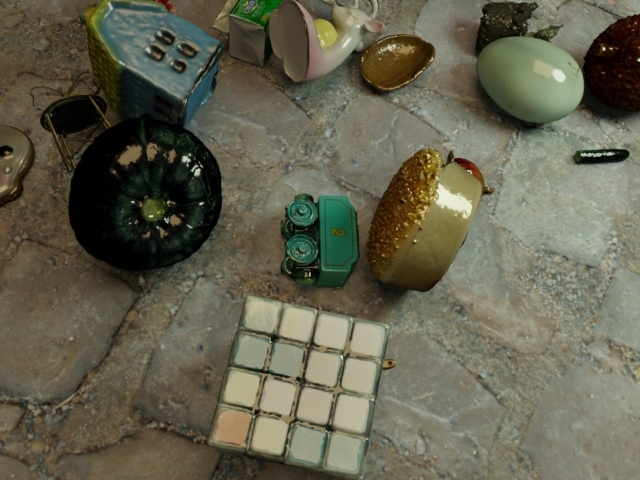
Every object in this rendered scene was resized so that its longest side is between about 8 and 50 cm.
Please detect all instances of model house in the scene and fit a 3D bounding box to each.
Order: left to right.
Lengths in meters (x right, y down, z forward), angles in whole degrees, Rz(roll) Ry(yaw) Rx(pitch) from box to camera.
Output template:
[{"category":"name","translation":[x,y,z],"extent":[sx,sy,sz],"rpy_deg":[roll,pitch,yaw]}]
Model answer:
[{"category":"model house","translation":[-0.382,-0.389,1.373],"extent":[0.303,0.237,0.215],"rpy_deg":[33,68,-6]}]

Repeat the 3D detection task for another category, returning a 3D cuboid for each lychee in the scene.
[{"category":"lychee","translation":[0.768,-0.421,1.482],"extent":[0.271,0.236,0.236],"rpy_deg":[2,63,-20]}]

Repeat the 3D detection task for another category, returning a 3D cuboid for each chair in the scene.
[{"category":"chair","translation":[-0.552,-0.277,1.398],"extent":[0.159,0.170,0.326],"rpy_deg":[-26,75,-13]}]

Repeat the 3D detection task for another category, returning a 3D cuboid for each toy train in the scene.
[{"category":"toy train","translation":[0.000,0.000,1.311],"extent":[0.163,0.112,0.203],"rpy_deg":[2,67,-8]}]

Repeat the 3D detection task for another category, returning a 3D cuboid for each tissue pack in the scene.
[{"category":"tissue pack","translation":[-0.164,-0.576,1.555],"extent":[0.156,0.148,0.209],"rpy_deg":[22,66,6]}]

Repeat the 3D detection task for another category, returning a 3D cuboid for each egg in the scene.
[{"category":"egg","translation":[0.494,-0.386,1.474],"extent":[0.264,0.183,0.183],"rpy_deg":[36,68,20]}]

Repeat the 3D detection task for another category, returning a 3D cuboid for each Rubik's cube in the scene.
[{"category":"Rubik's cube","translation":[-0.031,0.266,1.092],"extent":[0.256,0.253,0.259],"rpy_deg":[10,71,3]}]

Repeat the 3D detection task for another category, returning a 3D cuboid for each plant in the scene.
[{"category":"plant","translation":[0.498,-0.525,1.564],"extent":[0.203,0.131,0.142],"rpy_deg":[12,55,5]}]

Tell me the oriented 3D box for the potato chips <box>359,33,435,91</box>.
[{"category":"potato chips","translation":[0.189,-0.446,1.563],"extent":[0.150,0.049,0.201],"rpy_deg":[41,69,20]}]

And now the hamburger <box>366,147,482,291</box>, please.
[{"category":"hamburger","translation":[0.195,-0.038,1.247],"extent":[0.170,0.302,0.302],"rpy_deg":[27,66,1]}]

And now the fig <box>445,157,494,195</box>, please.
[{"category":"fig","translation":[0.327,-0.136,1.386],"extent":[0.153,0.119,0.119],"rpy_deg":[-14,66,-10]}]

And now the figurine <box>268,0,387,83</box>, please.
[{"category":"figurine","translation":[0.027,-0.561,1.489],"extent":[0.315,0.206,0.284],"rpy_deg":[-29,95,-36]}]

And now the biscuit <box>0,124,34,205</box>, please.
[{"category":"biscuit","translation":[-0.747,-0.179,1.398],"extent":[0.181,0.049,0.208],"rpy_deg":[11,66,2]}]

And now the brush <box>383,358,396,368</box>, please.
[{"category":"brush","translation":[0.069,0.257,1.244],"extent":[0.169,0.014,0.043],"rpy_deg":[-7,67,-6]}]

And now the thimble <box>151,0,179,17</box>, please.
[{"category":"thimble","translation":[-0.435,-0.527,1.534],"extent":[0.189,0.125,0.163],"rpy_deg":[7,62,1]}]

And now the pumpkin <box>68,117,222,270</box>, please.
[{"category":"pumpkin","translation":[-0.353,-0.096,1.261],"extent":[0.315,0.238,0.315],"rpy_deg":[-4,105,-16]}]

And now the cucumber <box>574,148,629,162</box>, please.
[{"category":"cucumber","translation":[0.677,-0.203,1.478],"extent":[0.133,0.032,0.032],"rpy_deg":[-2,65,-5]}]
